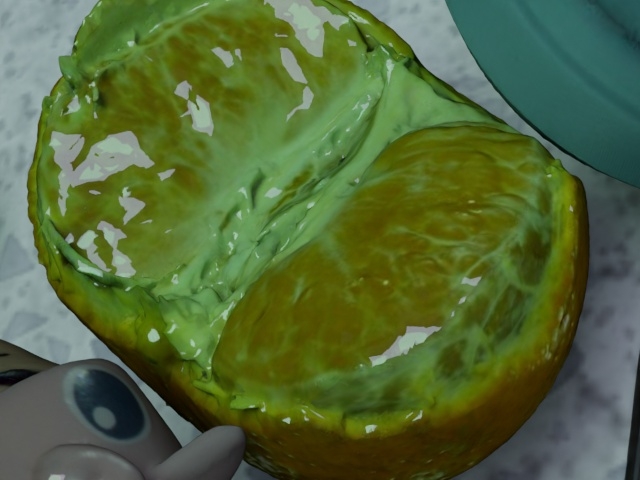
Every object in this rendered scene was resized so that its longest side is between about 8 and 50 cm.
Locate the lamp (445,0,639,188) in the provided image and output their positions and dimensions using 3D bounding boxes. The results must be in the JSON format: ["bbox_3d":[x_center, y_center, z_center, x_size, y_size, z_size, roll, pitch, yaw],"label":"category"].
[{"bbox_3d":[0.162,-0.097,0.528,0.209,0.147,0.284,-33,63,-24],"label":"lamp"}]

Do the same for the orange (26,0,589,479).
[{"bbox_3d":[0.000,0.001,0.557,0.237,0.158,0.179,33,74,28],"label":"orange"}]

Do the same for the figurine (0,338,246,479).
[{"bbox_3d":[-0.152,0.128,0.527,0.186,0.287,0.176,48,60,0],"label":"figurine"}]
